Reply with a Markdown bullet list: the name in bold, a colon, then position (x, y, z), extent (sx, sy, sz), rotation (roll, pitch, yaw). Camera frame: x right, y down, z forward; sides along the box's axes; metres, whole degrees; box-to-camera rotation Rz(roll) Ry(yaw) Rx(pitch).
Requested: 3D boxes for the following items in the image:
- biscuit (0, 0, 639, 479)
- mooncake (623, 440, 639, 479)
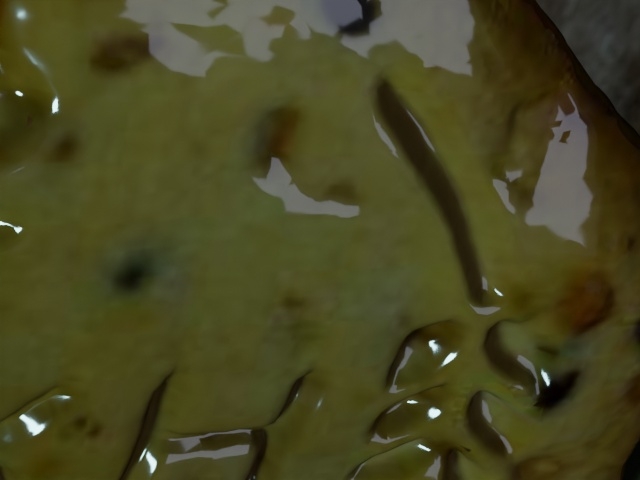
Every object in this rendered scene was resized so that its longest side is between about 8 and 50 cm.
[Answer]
- **biscuit**: position (-0.064, 0.052, 0.435), extent (0.359, 0.046, 0.359), rotation (-8, 127, -10)
- **mooncake**: position (0.159, 0.193, 0.610), extent (0.187, 0.351, 0.351), rotation (-13, 125, -37)
